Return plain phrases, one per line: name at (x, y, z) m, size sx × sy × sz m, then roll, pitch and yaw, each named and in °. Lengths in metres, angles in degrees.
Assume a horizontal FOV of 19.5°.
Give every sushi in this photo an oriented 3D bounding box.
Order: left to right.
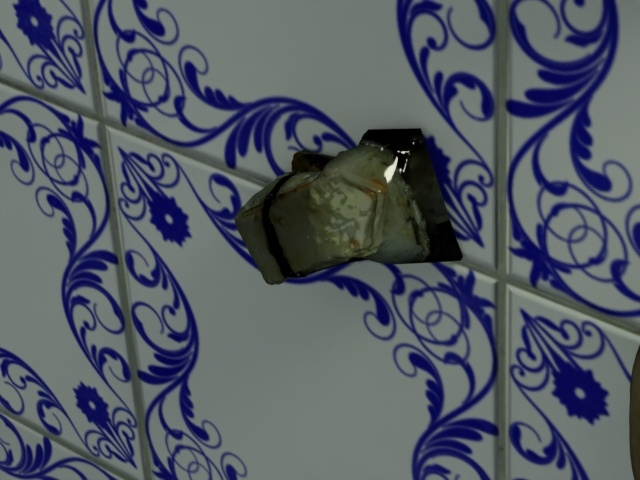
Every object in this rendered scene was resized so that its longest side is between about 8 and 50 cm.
sushi at (-0.013, -0.015, 1.696) m, size 0.273 × 0.109 × 0.134 m, roll -2°, pitch 116°, yaw 46°

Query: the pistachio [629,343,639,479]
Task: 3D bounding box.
pistachio at (0.302, 0.156, 1.513) m, size 0.108 × 0.126 × 0.185 m, roll -13°, pitch 110°, yaw 4°
